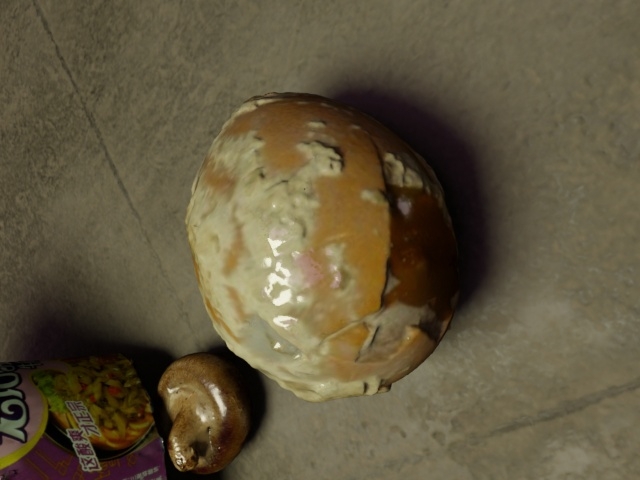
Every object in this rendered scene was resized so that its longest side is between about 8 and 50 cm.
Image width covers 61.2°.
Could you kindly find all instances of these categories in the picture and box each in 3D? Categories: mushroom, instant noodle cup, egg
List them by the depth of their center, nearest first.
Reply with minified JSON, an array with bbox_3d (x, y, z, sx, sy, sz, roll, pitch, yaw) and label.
[{"bbox_3d":[0.000,0.000,0.397,0.194,0.194,0.234,-24,74,31],"label":"egg"},{"bbox_3d":[-0.314,0.255,0.537,0.339,0.265,0.340,15,108,53],"label":"instant noodle cup"},{"bbox_3d":[-0.120,0.178,0.557,0.126,0.084,0.109,-54,42,23],"label":"mushroom"}]
